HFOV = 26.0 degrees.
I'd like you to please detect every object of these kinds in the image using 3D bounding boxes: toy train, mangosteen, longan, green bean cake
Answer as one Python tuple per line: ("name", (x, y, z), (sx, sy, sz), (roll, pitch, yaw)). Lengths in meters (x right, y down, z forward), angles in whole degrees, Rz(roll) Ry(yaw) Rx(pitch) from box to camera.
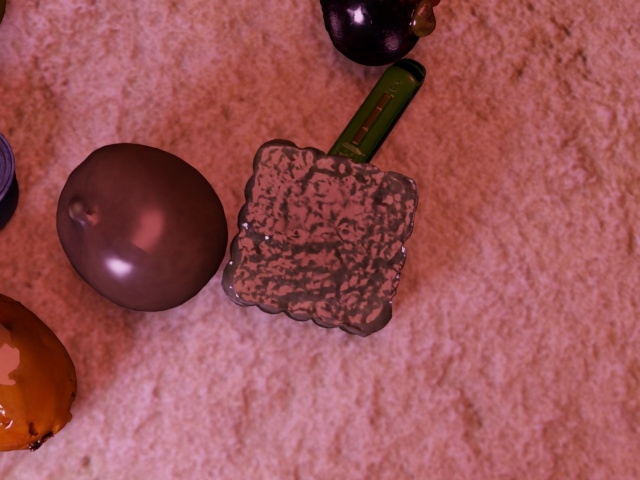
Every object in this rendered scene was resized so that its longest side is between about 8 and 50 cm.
("toy train", (0.062, -0.139, 1.597), (0.044, 0.042, 0.209), (32, 69, 6))
("mangosteen", (0.072, -0.277, 1.596), (0.152, 0.152, 0.152), (2, 68, -5))
("longan", (-0.186, -0.013, 1.453), (0.189, 0.189, 0.189), (2, 68, -5))
("green bean cake", (0.000, 0.000, 1.490), (0.185, 0.094, 0.183), (14, 83, -2))

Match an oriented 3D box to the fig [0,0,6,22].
("fig", (-0.453, -0.305, 1.522), (0.207, 0.207, 0.230), (-10, 71, -10))

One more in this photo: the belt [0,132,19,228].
("belt", (-0.424, -0.066, 1.493), (0.190, 0.082, 0.141), (3, 63, -7))

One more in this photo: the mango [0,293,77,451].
("mango", (-0.357, 0.112, 1.408), (0.248, 0.151, 0.156), (35, 37, 14))
